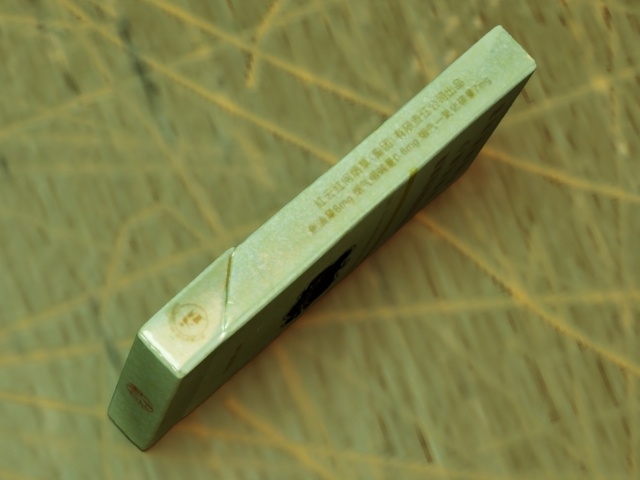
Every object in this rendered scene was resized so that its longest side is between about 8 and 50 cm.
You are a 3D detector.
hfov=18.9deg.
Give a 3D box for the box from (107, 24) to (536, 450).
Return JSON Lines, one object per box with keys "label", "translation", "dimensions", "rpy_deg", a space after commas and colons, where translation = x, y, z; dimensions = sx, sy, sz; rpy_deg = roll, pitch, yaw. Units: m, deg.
{"label": "box", "translation": [0.000, 0.000, 0.648], "dimensions": [0.167, 0.090, 0.024], "rpy_deg": [-40, 82, -23]}
